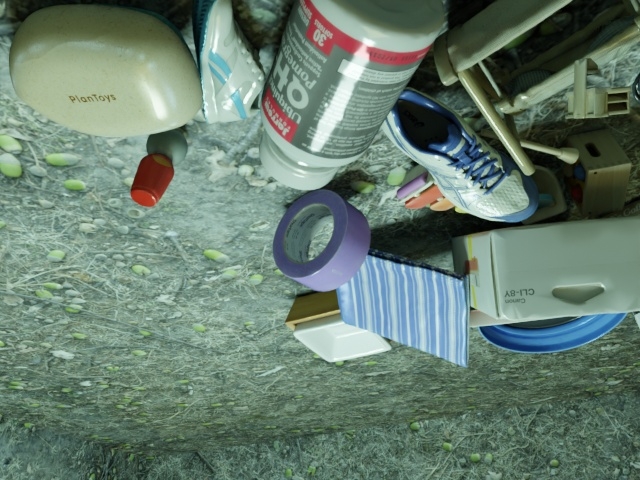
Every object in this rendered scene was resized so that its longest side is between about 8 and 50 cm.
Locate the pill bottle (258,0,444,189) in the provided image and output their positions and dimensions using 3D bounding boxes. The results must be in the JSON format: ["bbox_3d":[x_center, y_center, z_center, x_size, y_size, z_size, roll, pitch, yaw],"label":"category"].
[{"bbox_3d":[0.017,-0.214,0.743,0.176,0.176,0.318,8,145,-19],"label":"pill bottle"}]

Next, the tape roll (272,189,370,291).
[{"bbox_3d":[0.000,0.000,1.070,0.189,0.189,0.080,-26,141,30],"label":"tape roll"}]

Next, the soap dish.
[{"bbox_3d":[0.064,0.234,1.516,0.229,0.118,0.291,-16,146,17],"label":"soap dish"}]

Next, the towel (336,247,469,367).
[{"bbox_3d":[0.170,0.140,1.210,0.336,0.040,0.243,15,127,36],"label":"towel"}]

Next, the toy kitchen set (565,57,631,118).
[{"bbox_3d":[0.343,-0.183,0.643,0.075,0.068,0.083,-5,-168,4],"label":"toy kitchen set"}]

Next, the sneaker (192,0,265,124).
[{"bbox_3d":[-0.127,-0.258,0.755,0.092,0.087,0.228,-8,155,-11],"label":"sneaker"}]

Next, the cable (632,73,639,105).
[{"bbox_3d":[0.592,-0.271,0.856,0.151,0.047,0.184,1,145,-18],"label":"cable"}]

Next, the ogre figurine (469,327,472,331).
[{"bbox_3d":[0.342,0.191,1.482,0.197,0.118,0.097,18,142,-30],"label":"ogre figurine"}]

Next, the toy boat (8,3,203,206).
[{"bbox_3d":[-0.279,-0.198,0.780,0.268,0.148,0.318,5,145,11],"label":"toy boat"}]

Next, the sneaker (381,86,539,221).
[{"bbox_3d":[0.207,-0.123,0.823,0.296,0.131,0.112,36,100,2],"label":"sneaker"}]

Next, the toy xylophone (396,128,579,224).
[{"bbox_3d":[0.311,-0.108,0.991,0.323,0.081,0.236,6,164,-12],"label":"toy xylophone"}]

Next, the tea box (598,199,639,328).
[{"bbox_3d":[0.822,0.047,1.117,0.220,0.323,0.329,22,139,-36],"label":"tea box"}]

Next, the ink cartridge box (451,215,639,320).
[{"bbox_3d":[0.436,0.048,1.073,0.279,0.160,0.385,-6,179,4],"label":"ink cartridge box"}]

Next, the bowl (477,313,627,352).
[{"bbox_3d":[0.612,0.168,1.451,0.391,0.077,0.391,2,137,2],"label":"bowl"}]

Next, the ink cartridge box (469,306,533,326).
[{"bbox_3d":[0.442,0.160,1.237,0.275,0.060,0.239,-7,-179,3],"label":"ink cartridge box"}]

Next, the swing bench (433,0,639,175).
[{"bbox_3d":[0.321,-0.263,0.724,0.253,0.165,0.255,-27,136,33],"label":"swing bench"}]

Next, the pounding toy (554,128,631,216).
[{"bbox_3d":[0.489,-0.125,1.006,0.100,0.141,0.130,-10,133,9],"label":"pounding toy"}]
